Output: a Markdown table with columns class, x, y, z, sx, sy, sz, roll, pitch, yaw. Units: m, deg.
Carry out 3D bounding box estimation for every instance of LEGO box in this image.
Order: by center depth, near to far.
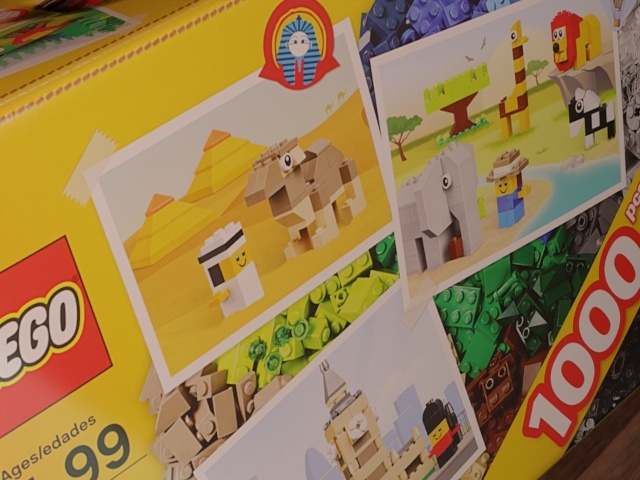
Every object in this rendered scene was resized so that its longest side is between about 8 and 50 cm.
| class | x | y | z | sx | sy | sz | roll | pitch | yaw |
| --- | --- | --- | --- | --- | --- | --- | --- | --- | --- |
| LEGO box | -0.025 | 0.008 | 0.768 | 0.500 | 0.193 | 0.373 | -34 | 123 | -33 |
